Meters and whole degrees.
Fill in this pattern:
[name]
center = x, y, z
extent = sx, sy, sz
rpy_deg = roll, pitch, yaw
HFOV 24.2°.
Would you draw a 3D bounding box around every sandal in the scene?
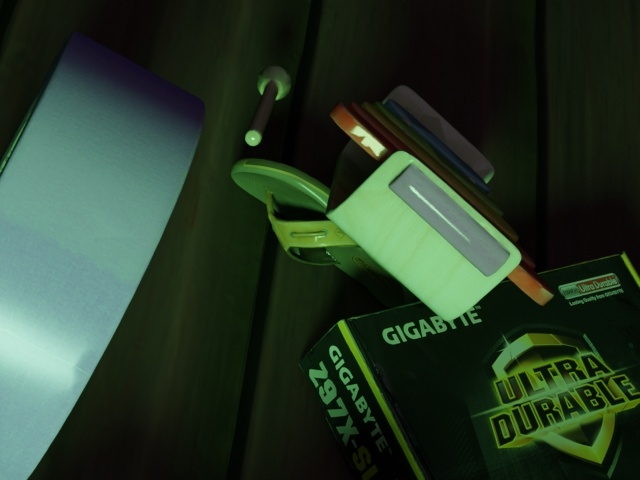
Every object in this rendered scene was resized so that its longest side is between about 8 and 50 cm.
[sandal]
center = 0.000, 0.000, 1.161
extent = 0.180, 0.072, 0.049
rpy_deg = 41, 66, -6

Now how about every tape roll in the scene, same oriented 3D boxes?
[tape roll]
center = -0.171, 0.018, 0.876
extent = 0.090, 0.275, 0.275
rpy_deg = 29, 46, -13

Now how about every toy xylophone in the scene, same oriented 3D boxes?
[toy xylophone]
center = 0.055, -0.052, 1.133
extent = 0.236, 0.081, 0.323
rpy_deg = 39, 13, -15

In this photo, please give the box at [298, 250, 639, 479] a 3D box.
[box]
center = 0.175, 0.155, 1.144
extent = 0.322, 0.079, 0.257
rpy_deg = -10, 65, -39
